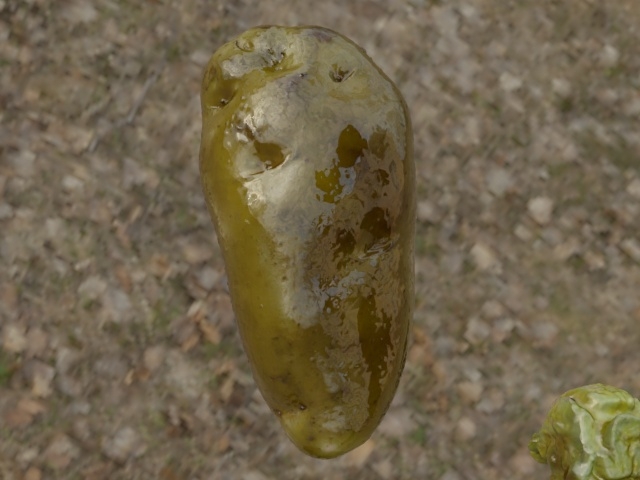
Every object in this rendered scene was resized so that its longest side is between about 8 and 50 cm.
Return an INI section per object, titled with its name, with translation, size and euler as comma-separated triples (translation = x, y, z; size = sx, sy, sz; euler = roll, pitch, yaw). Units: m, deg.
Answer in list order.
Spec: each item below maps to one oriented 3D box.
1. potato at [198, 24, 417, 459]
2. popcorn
[potato]
translation = 0.000, 0.000, 1.277
size = 0.176, 0.369, 0.195
euler = -7, 12, 5
[popcorn]
translation = 0.395, 0.300, 2.178
size = 0.185, 0.187, 0.167
euler = 44, 11, 31
